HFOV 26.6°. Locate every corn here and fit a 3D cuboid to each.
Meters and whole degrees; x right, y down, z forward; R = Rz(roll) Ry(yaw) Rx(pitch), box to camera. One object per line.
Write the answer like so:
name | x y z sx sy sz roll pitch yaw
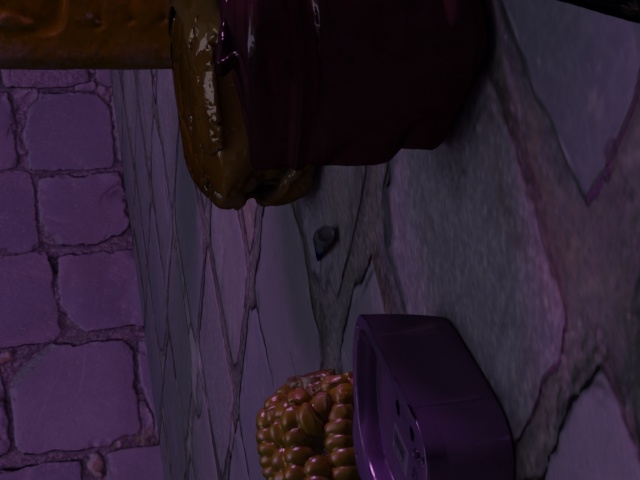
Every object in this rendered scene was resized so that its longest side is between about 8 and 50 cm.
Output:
corn | 0.016 0.230 0.888 0.101 0.101 0.292 143 123 -76

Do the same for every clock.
clock | 0.059 0.114 0.760 0.153 0.050 0.110 -115 24 -60

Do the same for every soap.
soap | -0.323 -0.371 1.731 0.156 0.335 0.293 -118 31 -61

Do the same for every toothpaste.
toothpaste | 0.000 0.000 1.086 0.083 0.015 0.024 123 140 -79

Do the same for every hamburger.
hamburger | -0.065 -0.129 1.144 0.214 0.108 0.214 171 90 -78

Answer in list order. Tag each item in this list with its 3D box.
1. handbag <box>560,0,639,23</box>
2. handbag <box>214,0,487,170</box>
handbag | 0.064 -0.120 0.454 0.115 0.139 0.072 -114 31 -59
handbag | 0.000 -0.152 0.752 0.146 0.135 0.225 101 160 -64
